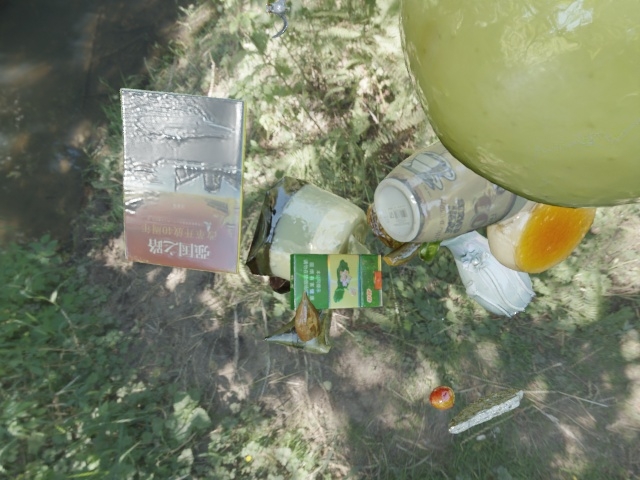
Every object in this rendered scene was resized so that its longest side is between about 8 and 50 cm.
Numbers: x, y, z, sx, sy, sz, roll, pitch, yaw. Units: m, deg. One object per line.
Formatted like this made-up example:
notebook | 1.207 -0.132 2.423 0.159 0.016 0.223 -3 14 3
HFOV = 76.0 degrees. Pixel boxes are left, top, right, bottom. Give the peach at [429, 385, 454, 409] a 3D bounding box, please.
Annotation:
peach | 0.452 0.576 1.529 0.098 0.061 0.098 -14 32 9

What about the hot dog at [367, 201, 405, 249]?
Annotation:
hot dog | 0.323 -0.077 1.793 0.196 0.272 0.122 -47 34 4

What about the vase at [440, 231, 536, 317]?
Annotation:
vase | 0.627 0.086 1.605 0.250 0.250 0.445 -43 107 5

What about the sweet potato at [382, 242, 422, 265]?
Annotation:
sweet potato | 0.376 0.039 1.696 0.243 0.077 0.077 -30 73 17

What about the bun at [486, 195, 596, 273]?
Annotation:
bun | 0.565 -0.062 1.100 0.299 0.299 0.165 -44 37 5

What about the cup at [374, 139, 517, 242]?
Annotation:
cup | 0.236 -0.101 0.930 0.257 0.301 0.227 -20 89 -25

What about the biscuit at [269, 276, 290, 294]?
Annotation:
biscuit | -0.104 0.031 1.727 0.091 0.407 0.407 21 85 -19

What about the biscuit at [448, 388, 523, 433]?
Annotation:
biscuit | 0.574 0.591 1.442 0.289 0.141 0.038 -28 83 4

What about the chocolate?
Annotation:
chocolate | 0.000 0.000 1.225 0.297 0.326 0.314 23 101 30

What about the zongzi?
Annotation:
zongzi | -0.072 0.278 1.471 0.242 0.112 0.221 17 69 -18

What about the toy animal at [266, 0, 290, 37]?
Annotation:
toy animal | -0.058 -0.315 0.554 0.028 0.084 0.050 -5 38 -12

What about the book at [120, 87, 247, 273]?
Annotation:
book | -0.295 -0.120 0.881 0.262 0.028 0.374 6 104 3

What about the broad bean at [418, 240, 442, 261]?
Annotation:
broad bean | 0.305 0.015 1.130 0.048 0.213 0.070 40 77 24

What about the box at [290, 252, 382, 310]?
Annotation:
box | 0.041 0.097 0.981 0.235 0.034 0.132 2 83 -25

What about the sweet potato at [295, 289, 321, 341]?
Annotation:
sweet potato | -0.024 0.136 0.747 0.049 0.049 0.117 8 125 18

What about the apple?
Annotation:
apple | 0.293 -0.248 0.410 0.473 0.473 0.474 -3 79 16
